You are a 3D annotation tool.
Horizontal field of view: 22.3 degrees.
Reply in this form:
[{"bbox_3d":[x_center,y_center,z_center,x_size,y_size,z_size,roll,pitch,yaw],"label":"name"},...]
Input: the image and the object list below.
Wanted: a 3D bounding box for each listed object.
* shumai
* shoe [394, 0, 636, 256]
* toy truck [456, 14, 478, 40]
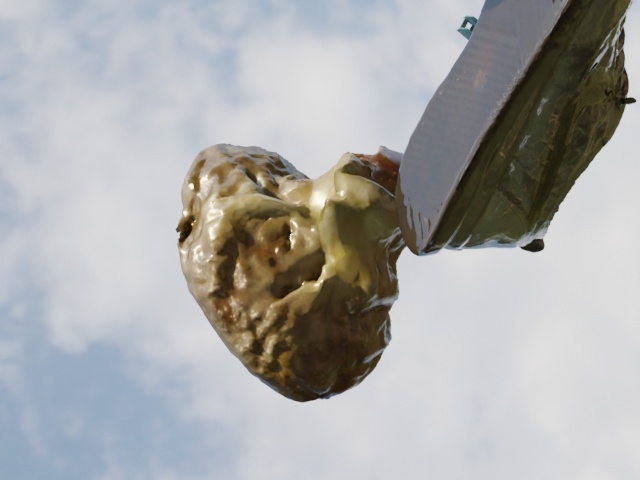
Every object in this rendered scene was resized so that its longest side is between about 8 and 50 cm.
[{"bbox_3d":[0.000,0.000,1.175,0.161,0.153,0.209,12,-126,-50],"label":"shumai"},{"bbox_3d":[0.135,-0.101,0.930,0.098,0.275,0.103,11,-143,-23],"label":"shoe"},{"bbox_3d":[0.199,-0.199,1.909,0.136,0.074,0.063,38,-131,-13],"label":"toy truck"}]
